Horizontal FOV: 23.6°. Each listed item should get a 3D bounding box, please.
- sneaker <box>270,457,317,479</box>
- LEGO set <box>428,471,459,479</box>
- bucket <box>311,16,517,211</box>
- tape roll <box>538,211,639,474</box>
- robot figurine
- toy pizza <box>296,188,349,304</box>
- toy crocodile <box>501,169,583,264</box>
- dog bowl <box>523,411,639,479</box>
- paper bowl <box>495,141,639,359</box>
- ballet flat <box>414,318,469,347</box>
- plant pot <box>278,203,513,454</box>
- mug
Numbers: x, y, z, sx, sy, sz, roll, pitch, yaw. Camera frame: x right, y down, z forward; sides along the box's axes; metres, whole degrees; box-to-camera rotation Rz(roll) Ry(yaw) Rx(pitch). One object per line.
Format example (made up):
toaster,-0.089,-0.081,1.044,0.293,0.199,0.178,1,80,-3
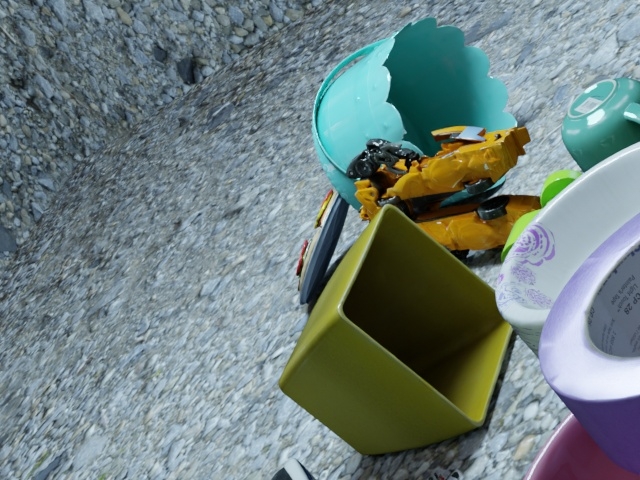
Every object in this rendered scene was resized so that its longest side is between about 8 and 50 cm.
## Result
sneaker,-0.040,0.334,1.748,0.121,0.079,0.217,-44,11,0
LEGO set,0.131,0.270,1.641,0.054,0.023,0.083,-36,6,7
bucket,0.132,-0.166,2.240,0.183,0.281,0.281,-29,22,41
tape roll,0.309,0.056,1.205,0.275,0.090,0.275,-34,20,14
robot figurine,0.168,-0.058,2.036,0.291,0.211,0.085,-8,26,46
toy pizza,0.000,0.000,2.291,0.201,0.032,0.201,21,-90,-83
toy crocodile,0.359,-0.045,1.797,0.340,0.105,0.115,-27,22,23
dog bowl,0.320,0.216,1.193,0.408,0.150,0.408,-36,19,14
paper bowl,0.332,0.032,1.579,0.284,0.148,0.284,-35,20,15
ballet flat,0.108,0.102,1.953,0.241,0.077,0.091,-26,13,35
plant pot,0.074,0.128,1.802,0.187,0.212,0.212,-42,14,39
mug,0.384,-0.152,1.962,0.157,0.097,0.129,-26,24,38
